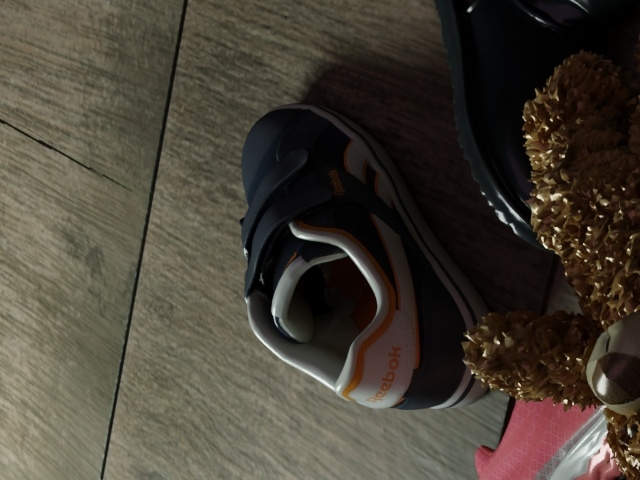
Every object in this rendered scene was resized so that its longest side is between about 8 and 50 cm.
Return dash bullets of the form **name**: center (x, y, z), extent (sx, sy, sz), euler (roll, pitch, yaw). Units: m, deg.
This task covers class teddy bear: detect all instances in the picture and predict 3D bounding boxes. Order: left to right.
- **teddy bear**: center (0.182, -0.003, 1.029), extent (0.245, 0.113, 0.338), euler (-12, 52, 37)

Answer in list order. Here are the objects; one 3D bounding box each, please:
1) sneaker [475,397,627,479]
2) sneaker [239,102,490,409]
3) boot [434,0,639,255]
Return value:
- **sneaker**: center (0.181, 0.092, 1.167), extent (0.314, 0.116, 0.136), euler (-57, 43, 33)
- **sneaker**: center (0.000, 0.000, 1.403), extent (0.321, 0.127, 0.126), euler (51, 129, 43)
- **boot**: center (0.169, -0.142, 1.200), extent (0.207, 0.094, 0.247), euler (-47, 47, 47)
